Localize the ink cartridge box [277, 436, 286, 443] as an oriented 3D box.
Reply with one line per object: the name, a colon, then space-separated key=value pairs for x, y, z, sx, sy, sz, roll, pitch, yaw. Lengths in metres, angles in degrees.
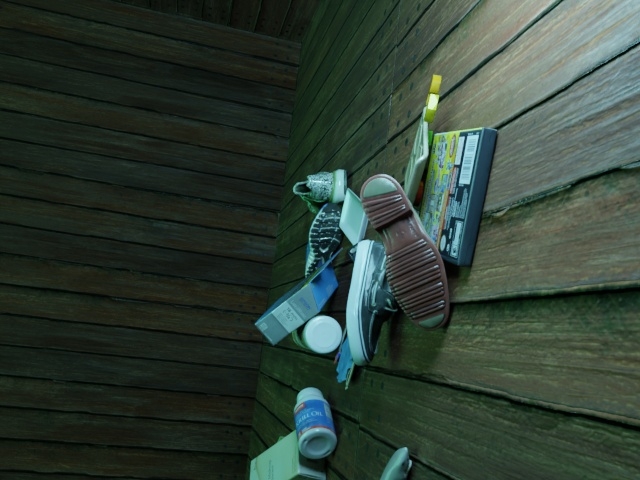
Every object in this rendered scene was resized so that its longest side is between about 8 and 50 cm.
ink cartridge box: x=-0.136 y=0.901 z=2.261 sx=0.188 sy=0.097 sz=0.255 roll=-95 pitch=17 yaw=-45

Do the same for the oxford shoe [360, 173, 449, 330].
oxford shoe: x=0.198 y=0.023 z=1.277 sx=0.130 sy=0.123 sz=0.348 roll=11 pitch=-120 yaw=-72

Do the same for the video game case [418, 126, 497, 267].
video game case: x=0.280 y=-0.098 z=1.260 sx=0.248 sy=0.035 sz=0.274 roll=-149 pitch=68 yaw=-76

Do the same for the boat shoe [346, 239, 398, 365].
boat shoe: x=0.141 y=0.149 z=1.492 sx=0.121 sy=0.119 sz=0.335 roll=48 pitch=-136 yaw=-60

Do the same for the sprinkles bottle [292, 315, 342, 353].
sprinkles bottle: x=-0.019 y=0.324 z=2.041 sx=0.355 sy=0.121 sz=0.121 roll=142 pitch=136 yaw=-77

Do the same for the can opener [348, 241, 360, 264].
can opener: x=0.128 y=0.079 z=1.792 sx=0.059 sy=0.073 sz=0.186 roll=-33 pitch=38 yaw=18

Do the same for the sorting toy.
sorting toy: x=0.238 y=-0.206 z=1.358 sx=0.229 sy=0.041 sz=0.307 roll=-74 pitch=-5 yaw=-45

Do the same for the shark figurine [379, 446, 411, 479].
shark figurine: x=0.132 y=0.598 z=1.259 sx=0.166 sy=0.116 sz=0.278 roll=117 pitch=160 yaw=-57

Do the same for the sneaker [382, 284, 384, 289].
sneaker: x=0.142 y=0.127 z=1.652 sx=0.175 sy=0.064 sz=0.067 roll=-110 pitch=21 yaw=-70

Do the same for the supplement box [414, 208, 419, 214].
supplement box: x=0.215 y=-0.035 z=1.493 sx=0.062 sy=0.036 sz=0.098 roll=-122 pitch=42 yaw=-71

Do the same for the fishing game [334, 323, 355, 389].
fishing game: x=0.091 y=0.339 z=1.783 sx=0.264 sy=0.041 sz=0.189 roll=-165 pitch=92 yaw=-83

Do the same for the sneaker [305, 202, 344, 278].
sneaker: x=0.000 y=0.000 z=2.210 sx=0.147 sy=0.130 sz=0.330 roll=-108 pitch=29 yaw=-58

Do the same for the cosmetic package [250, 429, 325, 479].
cosmetic package: x=-0.116 y=0.781 z=2.001 sx=0.309 sy=0.113 sz=0.160 roll=-45 pitch=33 yaw=34

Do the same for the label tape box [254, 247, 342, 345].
label tape box: x=-0.041 y=0.192 z=2.020 sx=0.334 sy=0.106 sz=0.240 roll=-39 pitch=2 yaw=25

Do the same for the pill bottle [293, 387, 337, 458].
pill bottle: x=-0.023 y=0.585 z=1.909 sx=0.221 sy=0.124 sz=0.124 roll=-110 pitch=31 yaw=-64

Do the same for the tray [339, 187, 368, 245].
tray: x=0.116 y=-0.079 z=1.976 sx=0.270 sy=0.030 sz=0.145 roll=-120 pitch=41 yaw=-70

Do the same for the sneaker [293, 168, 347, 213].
sneaker: x=-0.021 y=-0.201 z=2.314 sx=0.410 sy=0.182 sz=0.158 roll=143 pitch=134 yaw=-73
